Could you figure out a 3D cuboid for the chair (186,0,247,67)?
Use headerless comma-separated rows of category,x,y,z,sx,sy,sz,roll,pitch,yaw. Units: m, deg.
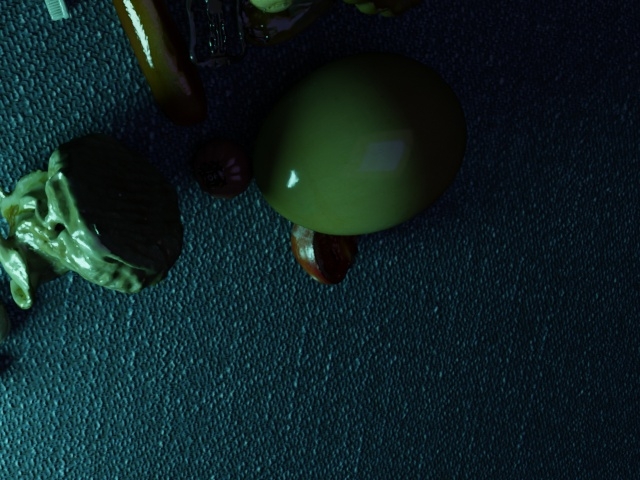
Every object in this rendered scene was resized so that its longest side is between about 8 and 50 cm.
chair,-0.185,-0.401,1.835,0.106,0.113,0.229,-11,116,-24

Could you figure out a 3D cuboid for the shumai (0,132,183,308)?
shumai,-0.382,-0.008,1.837,0.262,0.314,0.267,-32,90,24

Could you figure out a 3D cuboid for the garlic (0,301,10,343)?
garlic,-0.548,0.134,1.869,0.094,0.074,0.113,-44,139,-18

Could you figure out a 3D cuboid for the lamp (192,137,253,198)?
lamp,-0.166,-0.122,1.958,0.092,0.108,0.107,-47,135,-55

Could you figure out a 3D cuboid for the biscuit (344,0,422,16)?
biscuit,0.092,-0.534,1.905,0.326,0.107,0.325,-16,111,-45

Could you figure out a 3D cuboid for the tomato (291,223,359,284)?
tomato,0.000,0.000,2.103,0.139,0.091,0.159,48,56,-42

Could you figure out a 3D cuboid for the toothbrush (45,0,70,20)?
toothbrush,-0.437,-0.476,1.724,0.030,0.025,0.307,-20,118,-11

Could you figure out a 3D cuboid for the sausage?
sausage,-0.261,-0.313,1.842,0.083,0.089,0.300,-28,119,-7

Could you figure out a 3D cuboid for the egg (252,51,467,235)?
egg,0.068,-0.160,1.948,0.374,0.301,0.301,-28,119,-18

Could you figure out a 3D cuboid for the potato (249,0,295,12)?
potato,-0.074,-0.454,1.859,0.109,0.118,0.178,9,75,3

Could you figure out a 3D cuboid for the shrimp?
shrimp,-0.025,-0.422,1.941,0.262,0.066,0.117,-37,122,-13
